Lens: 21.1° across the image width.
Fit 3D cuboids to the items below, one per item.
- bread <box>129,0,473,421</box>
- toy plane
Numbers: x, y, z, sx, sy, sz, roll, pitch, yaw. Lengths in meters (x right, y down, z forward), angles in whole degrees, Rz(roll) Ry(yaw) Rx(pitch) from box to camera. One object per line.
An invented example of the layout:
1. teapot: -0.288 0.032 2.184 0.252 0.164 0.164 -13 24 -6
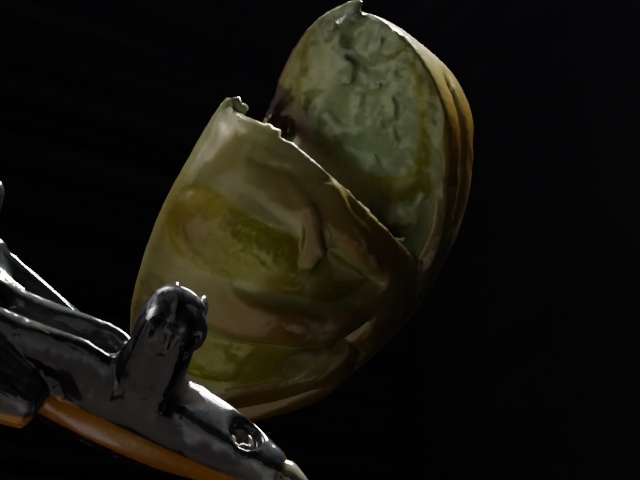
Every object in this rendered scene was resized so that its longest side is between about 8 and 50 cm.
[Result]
1. bread: 0.000 0.000 1.202 0.333 0.160 0.333 -55 166 -21
2. toy plane: -0.143 0.012 0.633 0.204 0.316 0.103 -58 166 -55
